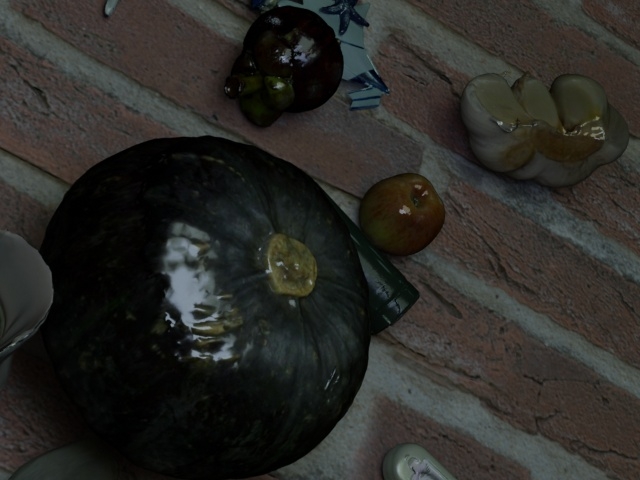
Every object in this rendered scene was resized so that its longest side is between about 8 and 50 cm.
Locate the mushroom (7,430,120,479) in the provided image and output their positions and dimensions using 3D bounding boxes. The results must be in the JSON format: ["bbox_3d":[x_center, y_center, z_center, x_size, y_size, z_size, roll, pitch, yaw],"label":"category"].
[{"bbox_3d":[-0.364,0.354,1.666,0.109,0.097,0.351,44,53,-7],"label":"mushroom"}]

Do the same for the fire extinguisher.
[{"bbox_3d":[0.000,0.000,2.024,0.311,0.114,0.095,48,16,-3],"label":"fire extinguisher"}]

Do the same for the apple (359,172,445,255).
[{"bbox_3d":[0.123,-0.038,2.098,0.126,0.102,0.126,11,64,-23],"label":"apple"}]

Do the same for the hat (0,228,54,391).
[{"bbox_3d":[-0.415,0.101,1.649,0.161,0.275,0.232,22,45,-49],"label":"hat"}]

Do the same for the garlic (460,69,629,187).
[{"bbox_3d":[0.353,-0.180,2.253,0.281,0.185,0.203,-5,43,-10],"label":"garlic"}]

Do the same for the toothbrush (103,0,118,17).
[{"bbox_3d":[-0.283,-0.436,2.103,0.026,0.022,0.263,21,59,-6],"label":"toothbrush"}]

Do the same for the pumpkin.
[{"bbox_3d":[-0.145,0.081,1.753,0.454,0.344,0.454,27,50,-36],"label":"pumpkin"}]

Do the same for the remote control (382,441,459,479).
[{"bbox_3d":[0.179,0.372,1.983,0.221,0.042,0.078,43,54,-5],"label":"remote control"}]

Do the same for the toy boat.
[{"bbox_3d":[0.024,-0.356,2.212,0.291,0.070,0.210,43,60,-10],"label":"toy boat"}]

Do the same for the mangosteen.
[{"bbox_3d":[-0.055,-0.257,2.072,0.184,0.172,0.172,-43,93,0],"label":"mangosteen"}]
